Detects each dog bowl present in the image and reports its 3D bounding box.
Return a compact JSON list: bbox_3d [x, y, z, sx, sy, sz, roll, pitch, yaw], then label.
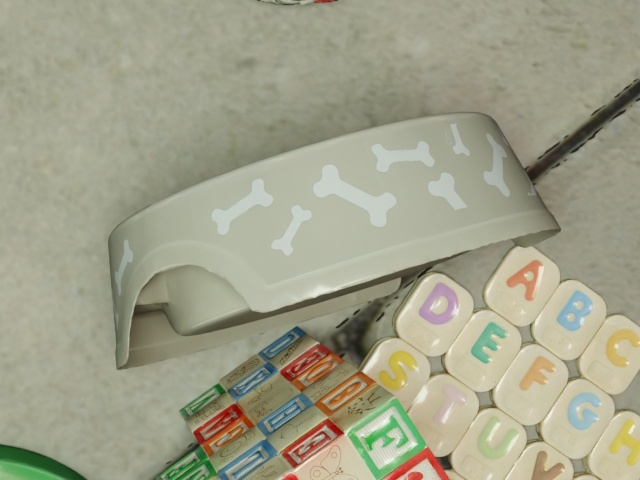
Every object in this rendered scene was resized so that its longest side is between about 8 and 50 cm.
[{"bbox_3d":[0.000,0.000,1.010,0.349,0.349,0.102,-17,85,-11],"label":"dog bowl"}]

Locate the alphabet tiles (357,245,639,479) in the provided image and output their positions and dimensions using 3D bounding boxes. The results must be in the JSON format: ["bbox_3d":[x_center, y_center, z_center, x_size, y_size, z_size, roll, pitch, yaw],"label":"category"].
[{"bbox_3d":[0.171,0.159,1.212,0.284,0.021,0.278,36,85,-12],"label":"alphabet tiles"}]

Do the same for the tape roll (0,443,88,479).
[{"bbox_3d":[-0.288,0.328,1.083,0.321,0.077,0.321,-1,92,-15],"label":"tape roll"}]

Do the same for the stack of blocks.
[{"bbox_3d":[-0.032,0.171,1.024,0.171,0.297,0.087,-35,102,-8],"label":"stack of blocks"}]

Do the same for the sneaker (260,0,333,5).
[{"bbox_3d":[-0.041,-0.304,1.099,0.093,0.088,0.225,-11,96,-11],"label":"sneaker"}]
